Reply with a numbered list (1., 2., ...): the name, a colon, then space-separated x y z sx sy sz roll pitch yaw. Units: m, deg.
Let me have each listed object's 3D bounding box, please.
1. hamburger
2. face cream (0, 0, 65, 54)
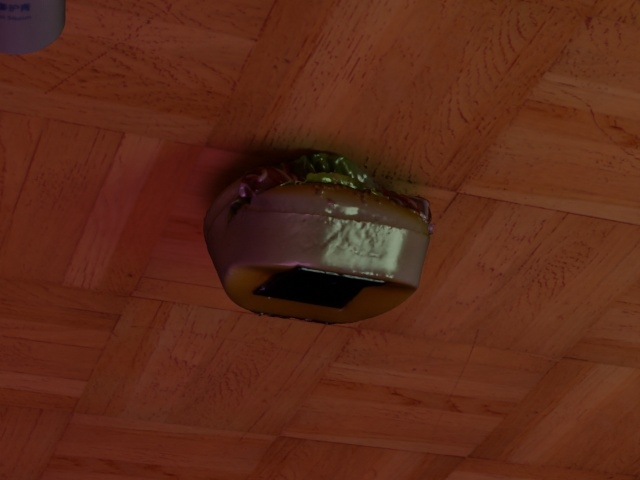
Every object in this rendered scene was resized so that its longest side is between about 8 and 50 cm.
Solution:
1. hamburger: 0.000 0.000 1.368 0.210 0.116 0.173 9 151 -26
2. face cream: -0.212 -0.238 1.024 0.077 0.077 0.250 1 144 -9
